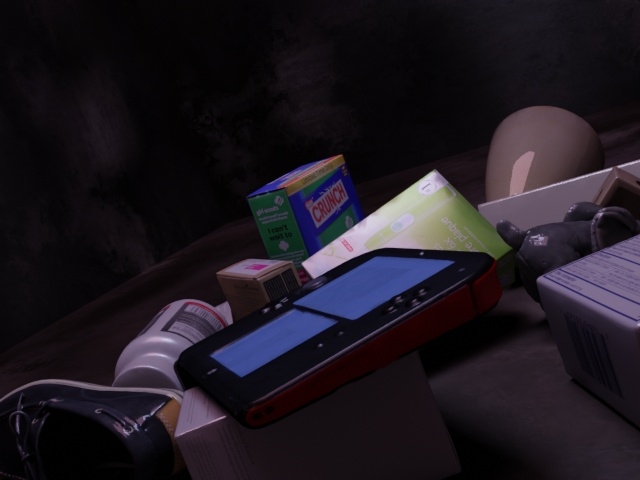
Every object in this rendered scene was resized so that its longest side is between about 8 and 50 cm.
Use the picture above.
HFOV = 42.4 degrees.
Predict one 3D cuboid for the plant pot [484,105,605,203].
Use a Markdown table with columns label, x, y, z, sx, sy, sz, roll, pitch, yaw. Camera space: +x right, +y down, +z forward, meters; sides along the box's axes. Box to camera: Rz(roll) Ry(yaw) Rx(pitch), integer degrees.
| label | x | y | z | sx | sy | sz | roll | pitch | yaw |
| --- | --- | --- | --- | --- | --- | --- | --- | --- | --- |
| plant pot | 0.455 | -0.111 | 1.772 | 0.256 | 0.257 | 0.274 | -14 | 28 | 37 |

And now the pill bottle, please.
| label | x | y | z | sx | sy | sz | roll | pitch | yaw |
| --- | --- | --- | --- | --- | --- | --- | --- | --- | --- |
| pill bottle | -0.280 | 0.237 | 1.552 | 0.176 | 0.176 | 0.318 | -20 | 10 | 10 |

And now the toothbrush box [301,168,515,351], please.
| label | x | y | z | sx | sy | sz | roll | pitch | yaw |
| --- | --- | --- | --- | --- | --- | --- | --- | --- | --- |
| toothbrush box | 0.147 | 0.052 | 1.365 | 0.283 | 0.206 | 0.122 | -35 | -32 | -6 |

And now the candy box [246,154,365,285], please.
| label | x | y | z | sx | sy | sz | roll | pitch | yaw |
| --- | --- | --- | --- | --- | --- | --- | --- | --- | --- |
| candy box | 0.000 | 0.000 | 1.808 | 0.122 | 0.317 | 0.268 | -15 | 13 | 33 |

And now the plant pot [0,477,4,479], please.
| label | x | y | z | sx | sy | sz | roll | pitch | yaw |
| --- | --- | --- | --- | --- | --- | --- | --- | --- | --- |
| plant pot | -0.590 | 0.394 | 1.566 | 0.095 | 0.134 | 0.134 | 3 | 10 | -2 |

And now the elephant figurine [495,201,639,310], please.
| label | x | y | z | sx | sy | sz | roll | pitch | yaw |
| --- | --- | --- | --- | --- | --- | --- | --- | --- | --- |
| elephant figurine | 0.426 | 0.011 | 1.255 | 0.239 | 0.186 | 0.169 | -34 | 46 | -3 |

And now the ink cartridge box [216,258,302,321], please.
| label | x | y | z | sx | sy | sz | roll | pitch | yaw |
| --- | --- | --- | --- | --- | --- | --- | --- | --- | --- |
| ink cartridge box | -0.100 | 0.139 | 1.645 | 0.088 | 0.193 | 0.234 | -26 | 12 | -23 |

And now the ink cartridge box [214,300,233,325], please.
| label | x | y | z | sx | sy | sz | roll | pitch | yaw |
| --- | --- | --- | --- | --- | --- | --- | --- | --- | --- |
| ink cartridge box | -0.311 | 0.245 | 1.880 | 0.261 | 0.066 | 0.296 | -22 | 11 | -4 |

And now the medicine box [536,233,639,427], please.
| label | x | y | z | sx | sy | sz | roll | pitch | yaw |
| --- | --- | --- | --- | --- | --- | --- | --- | --- | --- |
| medicine box | 0.449 | 0.079 | 0.963 | 0.289 | 0.149 | 0.263 | -22 | 10 | -4 |

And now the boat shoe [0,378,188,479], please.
| label | x | y | z | sx | sy | sz | roll | pitch | yaw |
| --- | --- | --- | --- | --- | --- | --- | --- | --- | --- |
| boat shoe | -0.416 | 0.331 | 1.341 | 0.500 | 0.187 | 0.156 | -9 | 9 | 32 |

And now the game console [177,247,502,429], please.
| label | x | y | z | sx | sy | sz | roll | pitch | yaw |
| --- | --- | --- | --- | --- | --- | --- | --- | --- | --- |
| game console | 0.007 | 0.099 | 1.021 | 0.341 | 0.060 | 0.386 | -23 | 8 | -18 |

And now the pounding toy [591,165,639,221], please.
| label | x | y | z | sx | sy | sz | roll | pitch | yaw |
| --- | --- | --- | --- | --- | --- | --- | --- | --- | --- |
| pounding toy | 0.549 | -0.035 | 1.331 | 0.181 | 0.206 | 0.094 | -64 | -7 | 23 |

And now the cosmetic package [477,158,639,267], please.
| label | x | y | z | sx | sy | sz | roll | pitch | yaw |
| --- | --- | --- | --- | --- | --- | --- | --- | --- | --- |
| cosmetic package | 0.468 | -0.043 | 1.518 | 0.309 | 0.113 | 0.160 | -18 | -16 | 28 |

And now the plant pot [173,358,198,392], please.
| label | x | y | z | sx | sy | sz | roll | pitch | yaw |
| --- | --- | --- | --- | --- | --- | --- | --- | --- | --- |
| plant pot | -0.109 | 0.233 | 1.264 | 0.188 | 0.188 | 0.167 | -24 | -2 | -16 |

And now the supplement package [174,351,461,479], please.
| label | x | y | z | sx | sy | sz | roll | pitch | yaw |
| --- | --- | --- | --- | --- | --- | --- | --- | --- | --- |
| supplement package | -0.007 | 0.233 | 1.016 | 0.292 | 0.175 | 0.177 | -22 | 8 | -2 |
